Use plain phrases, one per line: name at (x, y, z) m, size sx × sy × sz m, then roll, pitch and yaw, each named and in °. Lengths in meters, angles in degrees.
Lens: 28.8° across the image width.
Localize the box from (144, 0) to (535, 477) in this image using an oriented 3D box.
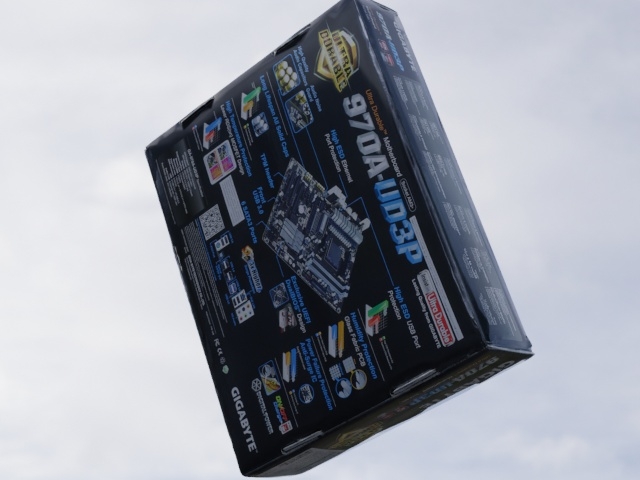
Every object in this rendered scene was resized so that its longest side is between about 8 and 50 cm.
box at (0.000, 0.000, 0.700) m, size 0.175 × 0.220 × 0.051 m, roll -33°, pitch -25°, yaw 30°
